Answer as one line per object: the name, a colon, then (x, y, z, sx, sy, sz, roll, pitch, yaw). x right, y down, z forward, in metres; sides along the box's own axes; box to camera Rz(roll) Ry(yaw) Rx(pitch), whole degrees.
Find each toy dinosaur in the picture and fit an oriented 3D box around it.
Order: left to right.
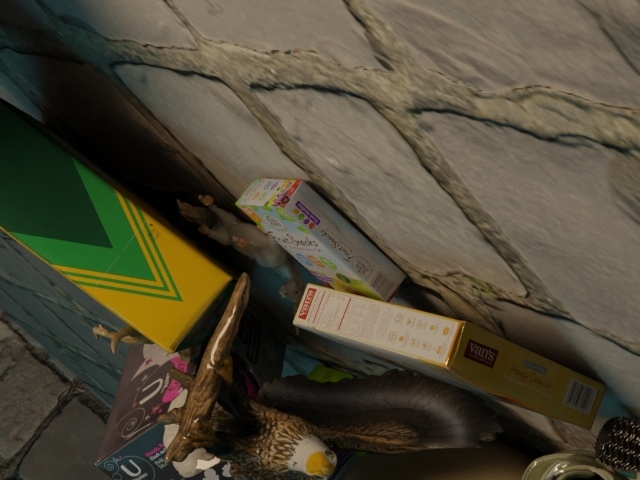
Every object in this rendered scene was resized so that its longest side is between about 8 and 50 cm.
toy dinosaur: (-0.200, 0.098, 1.679, 0.093, 0.053, 0.183, 18, 179, 27)

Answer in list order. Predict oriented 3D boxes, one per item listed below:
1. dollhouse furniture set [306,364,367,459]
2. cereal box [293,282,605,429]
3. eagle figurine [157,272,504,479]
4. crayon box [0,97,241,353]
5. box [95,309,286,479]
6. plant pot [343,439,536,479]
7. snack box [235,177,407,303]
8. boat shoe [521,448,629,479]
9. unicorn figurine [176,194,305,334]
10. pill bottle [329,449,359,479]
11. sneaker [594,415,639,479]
dollhouse furniture set: (0.000, 0.322, 1.823, 0.197, 0.301, 0.151, 11, 147, 53)
cereal box: (0.108, 0.099, 1.334, 0.173, 0.047, 0.240, 24, 173, -31)
eagle figurine: (-0.004, 0.210, 1.471, 0.298, 0.226, 0.225, 27, -153, -21)
crayon box: (-0.233, -0.015, 1.613, 0.313, 0.106, 0.363, 36, 179, 1)
box: (-0.152, 0.196, 1.851, 0.142, 0.163, 0.247, 43, -153, -22)
plant pot: (0.172, 0.326, 1.572, 0.284, 0.284, 0.191, 42, 147, -16)
snack box: (0.000, 0.000, 1.391, 0.141, 0.037, 0.100, 43, 163, -23)
boat shoe: (0.244, 0.233, 1.353, 0.094, 0.109, 0.302, 38, 173, -15)
unicorn figurine: (-0.069, 0.007, 1.551, 0.162, 0.060, 0.111, 46, 179, 27)
pill bottle: (0.057, 0.349, 2.027, 0.301, 0.169, 0.169, 30, 163, 27)
sneaker: (0.308, 0.194, 1.260, 0.161, 0.057, 0.075, 19, 172, 47)
